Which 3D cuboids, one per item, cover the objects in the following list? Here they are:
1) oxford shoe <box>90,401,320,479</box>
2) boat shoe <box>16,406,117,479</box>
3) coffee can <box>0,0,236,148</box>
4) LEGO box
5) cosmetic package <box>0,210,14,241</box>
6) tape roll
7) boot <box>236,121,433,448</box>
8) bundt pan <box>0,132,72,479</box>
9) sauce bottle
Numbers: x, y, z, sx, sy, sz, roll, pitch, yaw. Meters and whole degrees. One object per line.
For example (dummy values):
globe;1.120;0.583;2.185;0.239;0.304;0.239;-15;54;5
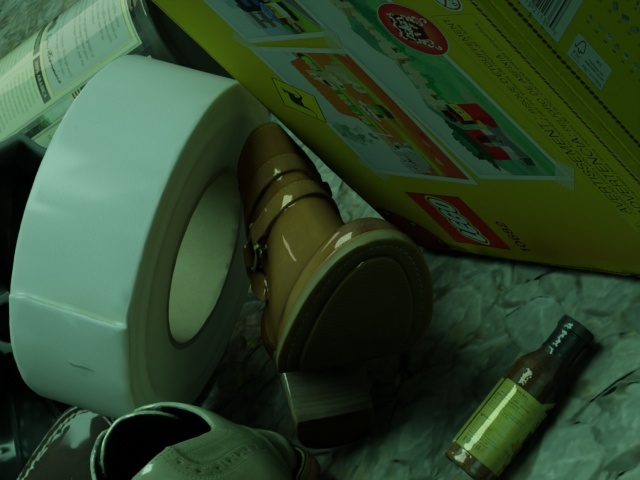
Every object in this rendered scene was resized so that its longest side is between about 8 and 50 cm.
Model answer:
oxford shoe;-0.088;0.165;1.165;0.140;0.146;0.397;-46;9;-11
boat shoe;-0.225;0.270;1.273;0.123;0.123;0.342;10;62;18
coffee can;-0.215;-0.164;1.741;0.275;0.201;0.201;-30;34;30
LEGO box;0.065;-0.196;1.097;0.372;0.500;0.193;9;62;56
cosmetic package;-0.318;0.072;1.616;0.151;0.183;0.151;-57;29;-14
tape roll;-0.134;0.002;1.285;0.100;0.286;0.286;16;61;14
boot;0.000;0.000;1.188;0.109;0.283;0.220;-11;62;-6
bundt pan;-0.278;0.077;1.455;0.331;0.331;0.124;-56;7;-14
sauce bottle;0.138;0.107;1.108;0.128;0.042;0.042;-50;29;-3
